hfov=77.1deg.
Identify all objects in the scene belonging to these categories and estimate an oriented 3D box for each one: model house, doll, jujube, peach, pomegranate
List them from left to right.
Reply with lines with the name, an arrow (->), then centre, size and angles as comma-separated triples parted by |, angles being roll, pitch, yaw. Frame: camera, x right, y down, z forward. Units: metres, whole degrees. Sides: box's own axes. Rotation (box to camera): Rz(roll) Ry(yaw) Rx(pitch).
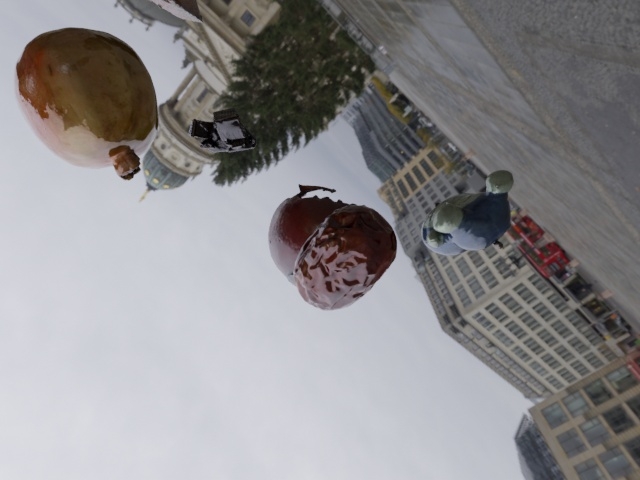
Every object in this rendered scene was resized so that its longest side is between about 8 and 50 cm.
pomegranate -> -0.420, -0.242, 0.756 | 0.229, 0.252, 0.270 | -25, -95, -33
model house -> -0.337, -0.359, 1.347 | 0.164, 0.204, 0.140 | -71, -32, -76
peach -> 0.004, 0.018, 1.334 | 0.407, 0.309, 0.335 | 19, 159, 27
jujube -> 0.048, 0.039, 0.845 | 0.174, 0.250, 0.174 | 22, -144, -17
doll -> 0.336, -0.050, 0.946 | 0.154, 0.228, 0.258 | 53, 176, -6

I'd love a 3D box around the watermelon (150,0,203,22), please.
watermelon -> -0.348, -0.569, 0.837 | 0.256, 0.140, 0.193 | 62, -152, -13
